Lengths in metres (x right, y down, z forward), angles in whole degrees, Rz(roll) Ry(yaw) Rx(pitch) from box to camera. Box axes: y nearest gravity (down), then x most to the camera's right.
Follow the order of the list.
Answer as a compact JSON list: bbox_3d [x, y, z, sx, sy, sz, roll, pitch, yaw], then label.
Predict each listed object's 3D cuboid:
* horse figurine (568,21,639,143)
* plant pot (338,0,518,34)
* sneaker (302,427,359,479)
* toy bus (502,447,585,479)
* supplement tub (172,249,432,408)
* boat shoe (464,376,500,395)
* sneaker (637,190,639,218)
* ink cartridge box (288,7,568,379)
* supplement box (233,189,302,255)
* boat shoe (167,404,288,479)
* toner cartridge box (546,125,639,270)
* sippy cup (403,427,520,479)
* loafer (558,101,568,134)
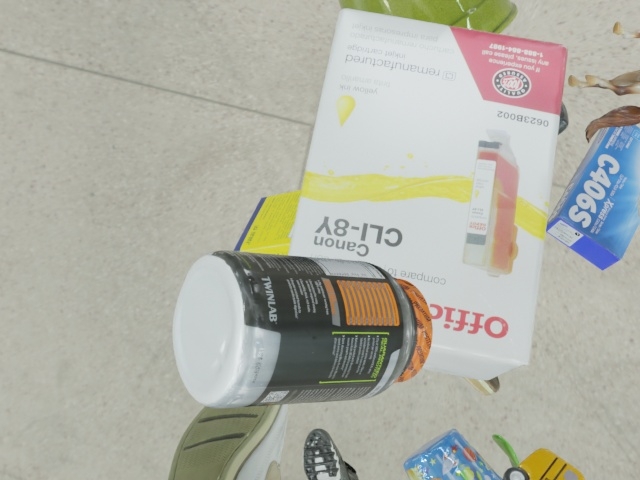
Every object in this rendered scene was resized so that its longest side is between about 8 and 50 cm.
[{"bbox_3d":[0.416,-0.218,0.885,0.175,0.066,0.263,8,148,-5],"label":"horse figurine"},{"bbox_3d":[0.179,-0.565,1.578,0.367,0.366,0.352,-26,112,18],"label":"plant pot"},{"bbox_3d":[0.028,0.482,1.507,0.078,0.106,0.234,-15,100,21],"label":"sneaker"},{"bbox_3d":[0.366,0.551,1.408,0.130,0.333,0.108,34,141,25],"label":"toy bus"},{"bbox_3d":[-0.009,0.071,0.584,0.117,0.191,0.116,-12,76,52],"label":"supplement tub"},{"bbox_3d":[0.227,0.196,1.265,0.072,0.068,0.190,-44,72,20],"label":"boat shoe"},{"bbox_3d":[0.345,-0.014,0.686,0.076,0.166,0.065,23,150,-11],"label":"sneaker"},{"bbox_3d":[0.120,-0.051,0.877,0.280,0.160,0.384,11,76,2],"label":"ink cartridge box"},{"bbox_3d":[0.000,0.000,1.811,0.357,0.194,0.195,-8,134,38],"label":"supplement box"},{"bbox_3d":[-0.099,0.271,0.789,0.113,0.302,0.103,-13,120,30],"label":"boat shoe"},{"bbox_3d":[0.659,-0.115,1.664,0.165,0.075,0.347,35,64,2],"label":"toner cartridge box"},{"bbox_3d":[0.329,0.600,1.808,0.240,0.306,0.224,-45,74,38],"label":"sippy cup"},{"bbox_3d":[0.395,-0.282,1.400,0.076,0.078,0.223,-44,47,25],"label":"loafer"}]
